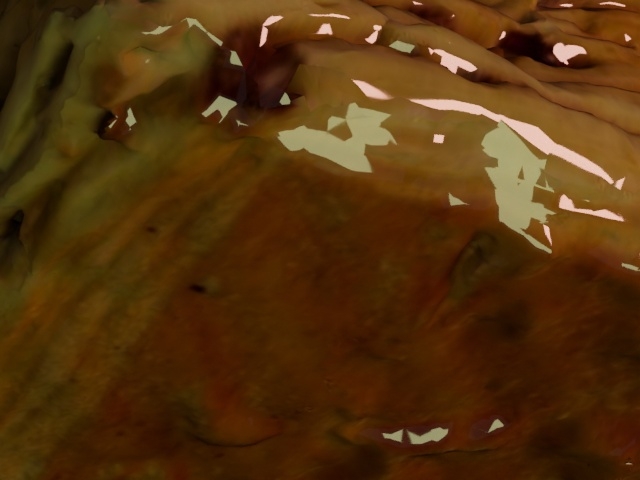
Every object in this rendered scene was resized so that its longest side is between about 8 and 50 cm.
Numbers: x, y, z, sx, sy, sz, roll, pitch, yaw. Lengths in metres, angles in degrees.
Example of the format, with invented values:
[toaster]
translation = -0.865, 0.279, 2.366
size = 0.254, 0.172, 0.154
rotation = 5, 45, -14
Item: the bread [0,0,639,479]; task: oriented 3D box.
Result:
[bread]
translation = 0.000, 0.000, 0.711
size = 0.325, 0.167, 0.277
rotation = 16, 136, -26
